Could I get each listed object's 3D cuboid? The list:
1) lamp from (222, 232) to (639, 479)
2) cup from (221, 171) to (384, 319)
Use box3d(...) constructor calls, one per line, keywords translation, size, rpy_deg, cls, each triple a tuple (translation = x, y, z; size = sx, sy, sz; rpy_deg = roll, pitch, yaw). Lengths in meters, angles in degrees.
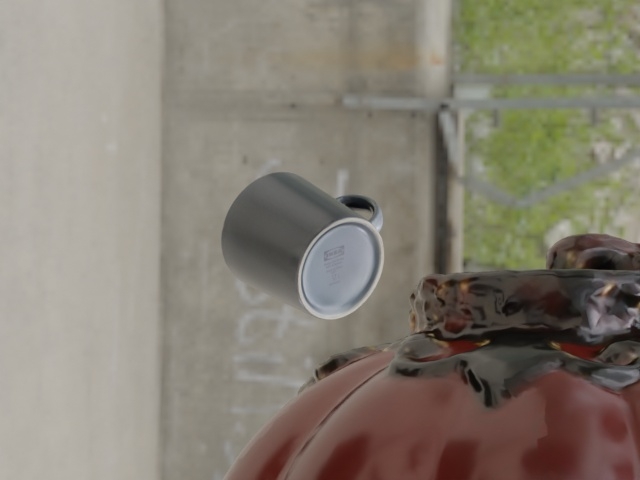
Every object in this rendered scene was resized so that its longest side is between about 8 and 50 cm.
box3d(translation=(0.073, 0.101, 0.463), size=(0.227, 0.227, 0.226), rpy_deg=(1, 90, -80), cls="lamp")
box3d(translation=(0.000, 0.000, 0.979), size=(0.100, 0.077, 0.078), rpy_deg=(-29, 125, -26), cls="cup")
